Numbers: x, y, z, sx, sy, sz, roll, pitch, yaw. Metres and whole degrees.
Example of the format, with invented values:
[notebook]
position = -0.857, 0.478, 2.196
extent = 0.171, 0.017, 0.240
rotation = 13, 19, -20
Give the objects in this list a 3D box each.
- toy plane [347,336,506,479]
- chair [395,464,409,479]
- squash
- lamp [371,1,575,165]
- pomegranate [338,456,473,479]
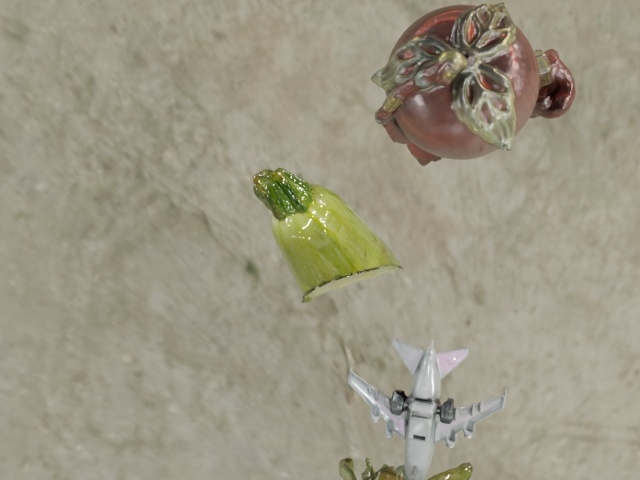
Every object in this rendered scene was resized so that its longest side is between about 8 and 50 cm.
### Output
[toy plane]
position = 0.104, 0.179, 1.324
extent = 0.162, 0.065, 0.171
rotation = 8, 109, 9
[chair]
position = 0.100, 0.360, 1.317
extent = 0.136, 0.270, 0.147
rotation = -26, 109, -12
[squash]
position = 0.000, 0.003, 1.040
extent = 0.090, 0.200, 0.075
rotation = -3, 66, 22
[lamp]
position = 0.152, -0.162, 1.292
extent = 0.215, 0.223, 0.151
rotation = -18, 97, 0
[pomegranate]
position = 0.017, 0.220, 0.781
extent = 0.156, 0.220, 0.156
rotation = 8, 113, 20
